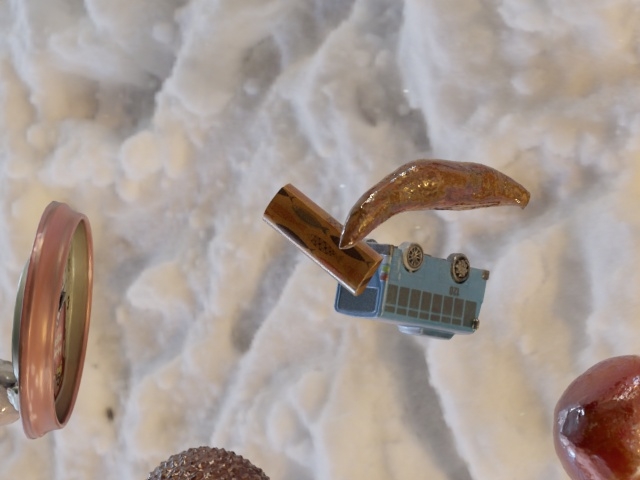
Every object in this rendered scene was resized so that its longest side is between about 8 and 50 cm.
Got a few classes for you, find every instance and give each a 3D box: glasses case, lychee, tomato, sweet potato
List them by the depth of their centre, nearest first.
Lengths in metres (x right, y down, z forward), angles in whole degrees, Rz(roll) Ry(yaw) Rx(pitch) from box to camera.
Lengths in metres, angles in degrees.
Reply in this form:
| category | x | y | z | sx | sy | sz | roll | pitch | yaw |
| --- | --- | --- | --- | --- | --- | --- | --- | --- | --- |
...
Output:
| category | x | y | z | sx | sy | sz | roll | pitch | yaw |
| --- | --- | --- | --- | --- | --- | --- | --- | --- | --- |
| sweet potato | 0.120 | -0.051 | 1.121 | 0.058 | 0.255 | 0.078 | 0 | 100 | 57 |
| lychee | -0.141 | 0.344 | 1.261 | 0.194 | 0.194 | 0.195 | 4 | 96 | 40 |
| glasses case | 0.000 | 0.000 | 1.394 | 0.170 | 0.041 | 0.065 | 40 | 120 | 16 |
| tomato | 0.437 | 0.281 | 1.583 | 0.200 | 0.139 | 0.233 | -8 | 69 | 63 |

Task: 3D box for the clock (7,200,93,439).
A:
| category | x | y | z | sx | sy | sz | roll | pitch | yaw |
| --- | --- | --- | --- | --- | --- | --- | --- | --- | --- |
| clock | -0.279 | 0.082 | 1.064 | 0.056 | 0.244 | 0.245 | 6 | 100 | -3 |

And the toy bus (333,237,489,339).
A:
| category | x | y | z | sx | sy | sz | roll | pitch | yaw |
| --- | --- | --- | --- | --- | --- | --- | --- | --- | --- |
| toy bus | 0.140 | 0.075 | 1.563 | 0.116 | 0.234 | 0.134 | 2 | 81 | 48 |

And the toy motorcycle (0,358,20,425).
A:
| category | x | y | z | sx | sy | sz | roll | pitch | yaw |
| --- | --- | --- | --- | --- | --- | --- | --- | --- | --- |
| toy motorcycle | -0.429 | 0.137 | 1.085 | 0.112 | 0.254 | 0.113 | -34 | 47 | 48 |
